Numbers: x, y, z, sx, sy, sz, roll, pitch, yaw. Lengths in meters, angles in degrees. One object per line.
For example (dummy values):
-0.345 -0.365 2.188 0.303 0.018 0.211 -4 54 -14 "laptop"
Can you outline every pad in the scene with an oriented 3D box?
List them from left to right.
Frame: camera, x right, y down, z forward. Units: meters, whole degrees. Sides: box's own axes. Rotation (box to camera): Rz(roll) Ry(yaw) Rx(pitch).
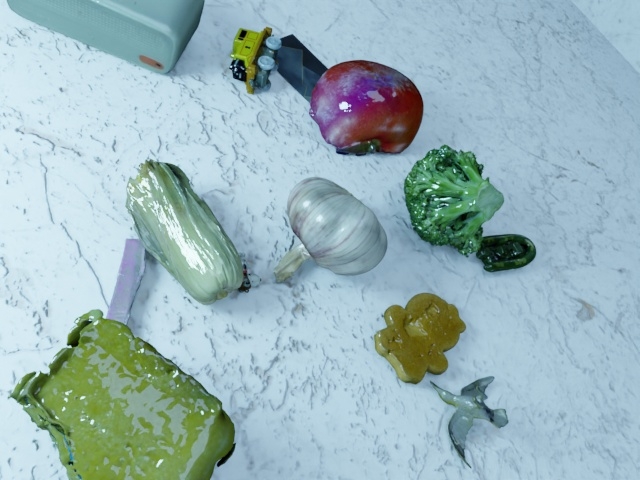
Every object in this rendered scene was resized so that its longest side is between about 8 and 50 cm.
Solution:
-0.051 -0.484 1.514 0.243 0.004 0.164 46 52 6 "pad"

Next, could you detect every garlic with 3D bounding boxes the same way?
0.000 0.000 1.144 0.253 0.245 0.245 -45 84 -2 "garlic"

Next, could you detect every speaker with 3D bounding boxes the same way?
-0.494 -0.558 1.238 0.406 0.183 0.184 20 59 -14 "speaker"

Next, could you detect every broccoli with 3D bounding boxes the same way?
0.332 -0.105 1.332 0.261 0.242 0.269 41 79 -22 "broccoli"

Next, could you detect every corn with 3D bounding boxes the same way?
-0.264 -0.018 1.041 0.305 0.123 0.122 52 26 11 "corn"

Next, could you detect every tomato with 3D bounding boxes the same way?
0.133 -0.387 1.435 0.335 0.176 0.289 -2 60 -26 "tomato"

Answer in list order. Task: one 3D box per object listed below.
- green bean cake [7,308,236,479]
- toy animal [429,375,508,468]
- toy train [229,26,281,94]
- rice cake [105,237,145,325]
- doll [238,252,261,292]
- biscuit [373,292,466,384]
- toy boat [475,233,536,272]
-0.314 0.301 0.789 0.310 0.202 0.285 41 64 4 "green bean cake"
0.308 0.332 1.121 0.155 0.095 0.219 42 51 -2 "toy animal"
-0.174 -0.473 1.397 0.127 0.089 0.219 14 57 -2 "toy train"
-0.359 0.085 0.988 0.047 0.036 0.206 20 53 -23 "rice cake"
-0.157 0.065 1.097 0.058 0.040 0.085 -24 77 -48 "doll"
0.224 0.207 1.195 0.184 0.035 0.249 48 52 7 "biscuit"
0.489 0.029 1.424 0.210 0.052 0.104 -6 61 -28 "toy boat"
